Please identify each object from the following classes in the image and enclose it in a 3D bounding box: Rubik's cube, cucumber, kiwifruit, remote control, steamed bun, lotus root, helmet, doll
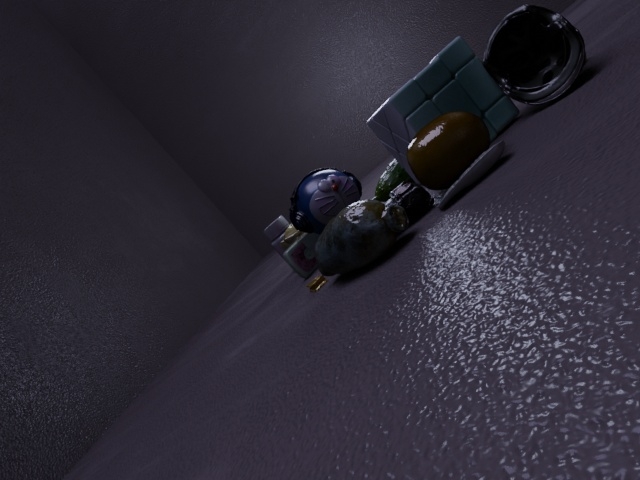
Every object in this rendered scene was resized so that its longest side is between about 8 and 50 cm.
[{"bbox_3d":[0.400,-0.420,1.392,0.316,0.322,0.319,-43,6,-3],"label":"Rubik's cube"},{"bbox_3d":[0.298,-0.240,1.663,0.244,0.134,0.134,-46,8,-12],"label":"cucumber"},{"bbox_3d":[0.361,-0.256,1.138,0.233,0.196,0.196,-38,8,7],"label":"kiwifruit"},{"bbox_3d":[0.000,0.000,1.694,0.344,0.145,0.050,-44,12,-25],"label":"remote control"},{"bbox_3d":[-0.007,-0.067,1.918,0.247,0.189,0.428,-34,16,27],"label":"steamed bun"},{"bbox_3d":[0.085,0.002,1.150,0.349,0.175,0.175,-39,7,42],"label":"lotus root"},{"bbox_3d":[0.643,-0.531,1.190,0.177,0.306,0.225,-14,-26,-44],"label":"helmet"},{"bbox_3d":[0.048,-0.101,1.385,0.284,0.310,0.240,-44,6,-19],"label":"doll"},{"bbox_3d":[0.391,-0.166,1.046,0.229,0.044,0.073,-48,-5,10],"label":"remote control"}]

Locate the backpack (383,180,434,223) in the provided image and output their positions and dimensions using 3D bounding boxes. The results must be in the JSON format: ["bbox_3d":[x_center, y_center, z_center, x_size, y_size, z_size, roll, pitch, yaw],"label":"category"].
[{"bbox_3d":[0.239,-0.101,1.189,0.165,0.106,0.120,-39,11,3],"label":"backpack"}]

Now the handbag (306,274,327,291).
[{"bbox_3d":[-0.014,0.144,1.377,0.061,0.027,0.083,-44,7,-13],"label":"handbag"}]

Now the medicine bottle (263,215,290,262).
[{"bbox_3d":[-0.158,0.009,2.018,0.152,0.255,0.152,-39,7,6],"label":"medicine bottle"}]
